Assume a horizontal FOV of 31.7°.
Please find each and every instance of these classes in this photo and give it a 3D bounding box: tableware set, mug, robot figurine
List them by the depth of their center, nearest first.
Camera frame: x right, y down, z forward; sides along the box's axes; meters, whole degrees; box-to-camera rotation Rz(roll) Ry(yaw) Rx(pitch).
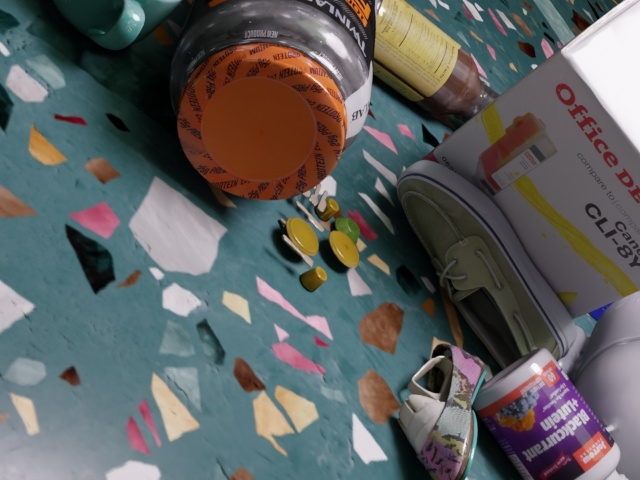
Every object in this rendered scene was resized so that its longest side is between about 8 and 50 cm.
[{"bbox_3d":[-0.216,-0.256,1.132,0.129,0.097,0.158,47,31,-9],"label":"mug"},{"bbox_3d":[0.000,0.000,1.229,0.104,0.024,0.154,46,29,-16],"label":"tableware set"},{"bbox_3d":[0.426,0.187,1.429,0.299,0.200,0.353,14,25,16],"label":"robot figurine"}]

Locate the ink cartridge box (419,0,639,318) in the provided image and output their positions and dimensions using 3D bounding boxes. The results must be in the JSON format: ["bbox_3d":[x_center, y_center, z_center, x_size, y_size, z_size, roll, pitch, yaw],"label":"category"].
[{"bbox_3d":[0.309,-0.074,1.349,0.160,0.384,0.279,-37,89,-29],"label":"ink cartridge box"}]

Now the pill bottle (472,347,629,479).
[{"bbox_3d":[0.263,0.226,1.253,0.193,0.108,0.108,54,30,5],"label":"pill bottle"}]

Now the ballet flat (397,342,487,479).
[{"bbox_3d":[0.123,0.174,1.169,0.079,0.077,0.221,30,27,-1],"label":"ballet flat"}]

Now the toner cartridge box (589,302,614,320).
[{"bbox_3d":[0.562,0.128,1.712,0.348,0.165,0.075,39,35,-22],"label":"toner cartridge box"}]

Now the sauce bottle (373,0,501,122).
[{"bbox_3d":[0.147,-0.253,1.622,0.344,0.111,0.111,32,35,-33],"label":"sauce bottle"}]

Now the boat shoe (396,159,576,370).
[{"bbox_3d":[0.192,0.037,1.367,0.302,0.109,0.094,49,54,1],"label":"boat shoe"}]

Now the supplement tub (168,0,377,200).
[{"bbox_3d":[-0.045,-0.205,1.204,0.207,0.207,0.338,38,32,-23],"label":"supplement tub"}]
